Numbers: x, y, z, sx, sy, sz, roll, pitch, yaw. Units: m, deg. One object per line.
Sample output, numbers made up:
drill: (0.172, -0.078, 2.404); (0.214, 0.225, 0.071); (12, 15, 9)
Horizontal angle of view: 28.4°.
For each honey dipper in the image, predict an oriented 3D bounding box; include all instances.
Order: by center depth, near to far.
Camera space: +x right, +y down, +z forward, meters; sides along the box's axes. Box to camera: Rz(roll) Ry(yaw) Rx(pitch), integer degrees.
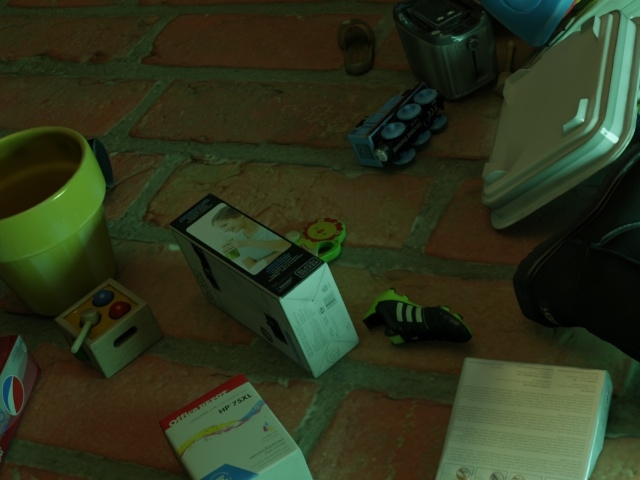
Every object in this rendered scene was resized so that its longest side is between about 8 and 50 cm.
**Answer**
honey dipper: (0.329, -0.307, 2.212); (0.030, 0.030, 0.160); (-6, 38, 18)

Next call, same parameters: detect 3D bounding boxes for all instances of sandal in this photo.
sandal: (0.066, -0.381, 2.406); (0.072, 0.049, 0.180); (-14, 38, 8)

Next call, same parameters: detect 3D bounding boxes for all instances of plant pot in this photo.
plant pot: (-0.447, -0.016, 2.030); (0.254, 0.239, 0.254); (-12, 37, 10)

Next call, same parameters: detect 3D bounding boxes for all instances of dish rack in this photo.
dish rack: (0.352, -0.196, 1.898); (0.285, 0.072, 0.333); (-36, 25, 43)

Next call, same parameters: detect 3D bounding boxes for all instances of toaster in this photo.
toaster: (0.217, -0.348, 2.216); (0.129, 0.146, 0.227); (-30, 38, -13)

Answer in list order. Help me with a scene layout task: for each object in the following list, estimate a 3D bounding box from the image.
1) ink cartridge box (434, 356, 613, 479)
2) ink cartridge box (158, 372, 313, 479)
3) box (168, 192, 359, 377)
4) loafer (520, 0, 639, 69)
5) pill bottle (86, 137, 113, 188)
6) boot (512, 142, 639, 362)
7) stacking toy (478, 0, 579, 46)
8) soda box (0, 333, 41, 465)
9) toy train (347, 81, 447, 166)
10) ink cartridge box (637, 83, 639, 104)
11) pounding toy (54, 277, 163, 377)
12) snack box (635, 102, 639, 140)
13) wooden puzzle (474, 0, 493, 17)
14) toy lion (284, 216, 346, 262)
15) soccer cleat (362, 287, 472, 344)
ink cartridge box: (0.243, 0.260, 1.546); (0.189, 0.066, 0.232); (3, 64, 27)
ink cartridge box: (-0.121, 0.267, 1.662); (0.134, 0.078, 0.231); (-30, 38, -13)
box: (-0.085, 0.061, 1.832); (0.087, 0.169, 0.290); (-39, 42, -19)
loafer: (0.461, -0.340, 2.127); (0.319, 0.111, 0.112); (-42, 6, -2)
pill bottle: (-0.491, -0.111, 2.265); (0.219, 0.123, 0.123); (-15, 37, 8)
boot: (0.490, 0.017, 1.542); (0.367, 0.146, 0.445); (-45, 22, -12)
stacking toy: (0.414, -0.464, 2.139); (0.166, 0.175, 0.302); (45, 43, 15)
soda box: (-0.499, 0.260, 1.839); (0.092, 0.083, 0.263); (-7, 40, 18)
toy train: (0.133, -0.196, 2.124); (0.105, 0.080, 0.184); (10, 46, 42)
ink cartridge box: (0.483, -0.237, 2.021); (0.198, 0.067, 0.115); (-36, 39, -19)
pounding toy: (-0.331, 0.133, 1.905); (0.141, 0.100, 0.130); (-38, 40, -22)
snack box: (0.598, -0.171, 1.885); (0.207, 0.070, 0.174); (-21, 37, 1)
wooden puzzle: (0.353, -0.500, 2.409); (0.322, 0.080, 0.348); (-6, 35, 17)
toy lion: (0.000, 0.000, 1.982); (0.096, 0.034, 0.100); (-24, 37, -17)
soccer cleat: (0.135, 0.119, 1.753); (0.179, 0.060, 0.072); (17, 60, 47)
